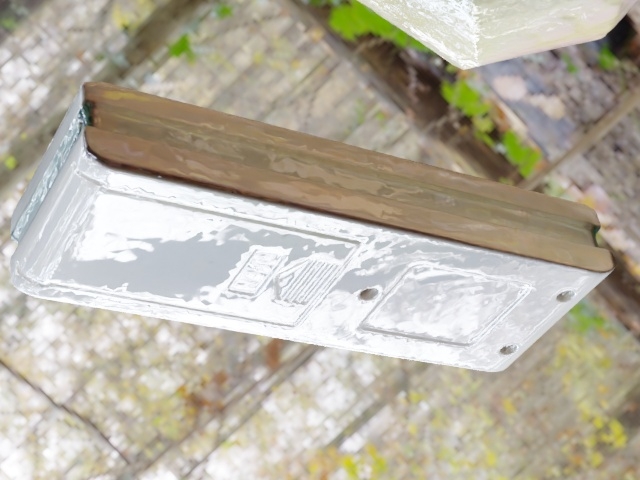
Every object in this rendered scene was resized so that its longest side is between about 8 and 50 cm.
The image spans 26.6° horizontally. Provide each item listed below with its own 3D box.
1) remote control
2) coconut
[{"bbox_3d":[0.000,0.000,0.655,0.277,0.103,0.056,12,-130,-26],"label":"remote control"},{"bbox_3d":[0.111,-0.238,0.939,0.259,0.259,0.259,46,-172,-9],"label":"coconut"}]
